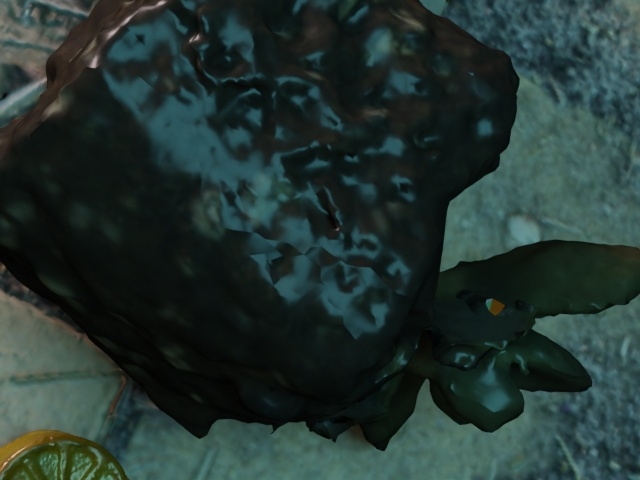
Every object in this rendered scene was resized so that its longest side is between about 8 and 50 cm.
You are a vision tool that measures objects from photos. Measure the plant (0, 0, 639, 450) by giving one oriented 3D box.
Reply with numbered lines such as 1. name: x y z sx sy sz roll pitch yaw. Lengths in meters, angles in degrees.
1. plant: 0.000 0.000 0.844 0.312 0.215 0.213 44 63 -16

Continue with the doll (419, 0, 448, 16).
1. doll: 0.009 -0.225 0.945 0.237 0.111 0.252 45 75 -11

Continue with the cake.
1. cake: -0.132 0.133 0.851 0.084 0.044 0.084 4 81 -25
